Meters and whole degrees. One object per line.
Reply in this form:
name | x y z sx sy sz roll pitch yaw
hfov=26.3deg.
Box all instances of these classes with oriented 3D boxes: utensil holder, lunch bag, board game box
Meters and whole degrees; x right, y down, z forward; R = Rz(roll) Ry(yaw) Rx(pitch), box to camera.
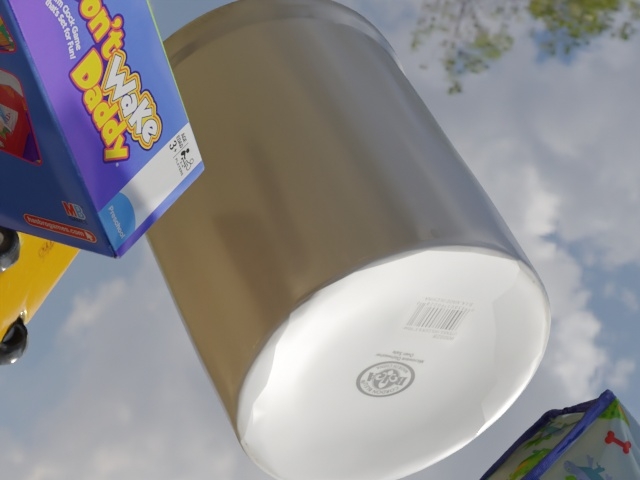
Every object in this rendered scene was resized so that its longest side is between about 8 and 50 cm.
utensil holder | 0.000 0.000 1.324 0.328 0.327 0.385 -64 -144 31
lunch bag | 0.125 0.171 0.686 0.129 0.151 0.096 49 -22 2
board game box | -0.244 -0.135 0.700 0.347 0.078 0.233 15 -42 32

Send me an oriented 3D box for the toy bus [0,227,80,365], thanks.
toy bus | -0.265 -0.005 1.073 0.333 0.130 0.108 -64 163 -50
